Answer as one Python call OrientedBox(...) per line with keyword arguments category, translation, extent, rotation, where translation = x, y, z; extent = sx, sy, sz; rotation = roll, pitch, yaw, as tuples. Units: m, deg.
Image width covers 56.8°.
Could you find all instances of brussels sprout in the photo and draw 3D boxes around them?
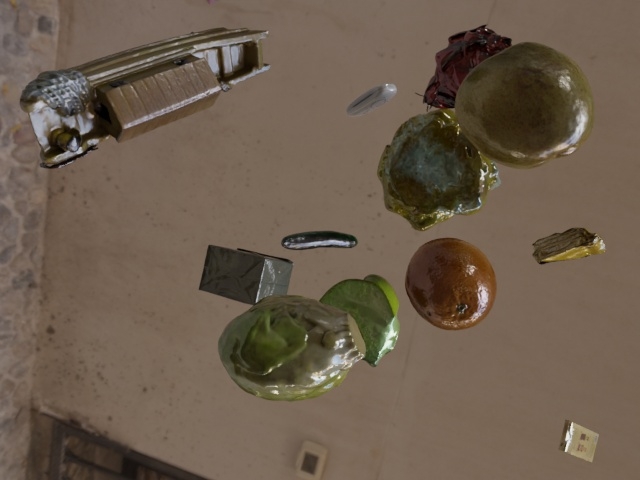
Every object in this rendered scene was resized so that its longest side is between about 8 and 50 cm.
OrientedBox(category="brussels sprout", translation=(-0.065, 0.231, 1.311), extent=(0.273, 0.317, 0.242), rotation=(105, -21, -71))

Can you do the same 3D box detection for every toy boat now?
OrientedBox(category="toy boat", translation=(-0.266, -0.259, 0.975), extent=(0.446, 0.162, 0.135), rotation=(-34, 137, -33))

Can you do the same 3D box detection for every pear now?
OrientedBox(category="pear", translation=(0.360, -0.224, 1.029), extent=(0.229, 0.211, 0.188), rotation=(-32, 156, -9))
OrientedBox(category="pear", translation=(0.121, 0.238, 1.894), extent=(0.176, 0.287, 0.281), rotation=(40, 69, -75))

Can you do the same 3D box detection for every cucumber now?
OrientedBox(category="cucumber", translation=(0.000, 0.000, 1.694), extent=(0.285, 0.056, 0.056), rotation=(0, 108, -39))

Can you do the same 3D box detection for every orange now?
OrientedBox(category="orange", translation=(0.273, 0.093, 1.240), extent=(0.206, 0.206, 0.205), rotation=(15, 90, -76))

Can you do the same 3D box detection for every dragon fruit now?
OrientedBox(category="dragon fruit", translation=(0.372, -0.427, 1.526), extent=(0.234, 0.293, 0.233), rotation=(31, 53, -51))

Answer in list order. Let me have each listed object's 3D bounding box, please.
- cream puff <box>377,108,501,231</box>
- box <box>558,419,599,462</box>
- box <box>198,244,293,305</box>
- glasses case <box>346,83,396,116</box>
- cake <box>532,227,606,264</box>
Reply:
OrientedBox(category="cream puff", translation=(0.358, -0.205, 1.839), extent=(0.275, 0.379, 0.377), rotation=(-50, 154, -83))
OrientedBox(category="box", translation=(0.616, 0.480, 1.412), extent=(0.149, 0.020, 0.073), rotation=(30, 75, -35))
OrientedBox(category="box", translation=(-0.225, 0.106, 1.802), extent=(0.149, 0.232, 0.155), rotation=(14, 89, -57))
OrientedBox(category="glasses case", translation=(0.158, -0.437, 1.853), extent=(0.076, 0.197, 0.049), rotation=(-9, 82, -38))
OrientedBox(category="cake", translation=(0.700, 0.016, 1.659), extent=(0.116, 0.185, 0.079), rotation=(16, 52, -39))
